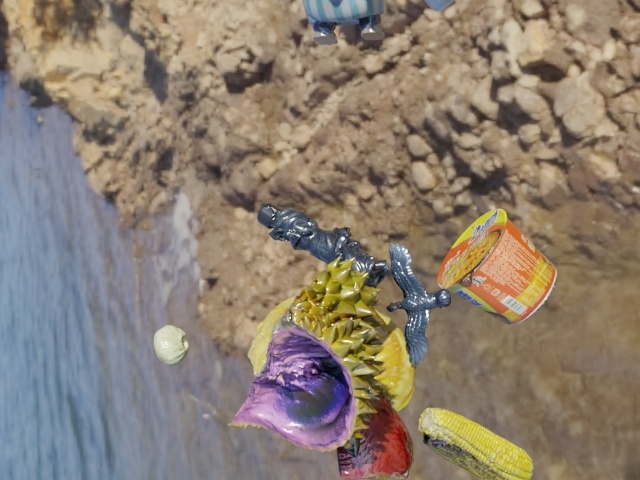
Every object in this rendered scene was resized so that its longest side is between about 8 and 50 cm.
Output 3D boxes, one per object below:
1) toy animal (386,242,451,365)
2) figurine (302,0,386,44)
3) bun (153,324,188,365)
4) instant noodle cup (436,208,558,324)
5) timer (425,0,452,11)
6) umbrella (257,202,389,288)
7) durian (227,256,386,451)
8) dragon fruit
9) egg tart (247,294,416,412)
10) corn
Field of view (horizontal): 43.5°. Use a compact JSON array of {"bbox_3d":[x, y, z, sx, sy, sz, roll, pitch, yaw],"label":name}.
[{"bbox_3d":[0.169,0.108,1.402,0.062,0.108,0.220,177,86,-84],"label":"toy animal"},{"bbox_3d":[0.011,-0.563,1.456,0.378,0.267,0.361,-26,-68,-73],"label":"figurine"},{"bbox_3d":[-0.300,0.211,1.636,0.055,0.086,0.086,-28,59,19],"label":"bun"},{"bbox_3d":[0.377,0.066,1.681,0.213,0.174,0.213,-50,10,12],"label":"instant noodle cup"},{"bbox_3d":[0.223,-0.520,1.291,0.194,0.195,0.192,51,173,-5],"label":"timer"},{"bbox_3d":[0.002,-0.002,1.240,0.224,0.080,0.071,28,94,22],"label":"umbrella"},{"bbox_3d":[0.010,0.129,0.942,0.260,0.154,0.186,114,179,-60],"label":"durian"},{"bbox_3d":[0.072,0.265,1.163,0.120,0.127,0.160,123,138,-81],"label":"dragon fruit"},{"bbox_3d":[0.018,0.234,1.447,0.319,0.319,0.128,-117,35,-41],"label":"egg tart"},{"bbox_3d":[0.234,0.314,1.208,0.072,0.203,0.072,-49,20,25],"label":"corn"}]
